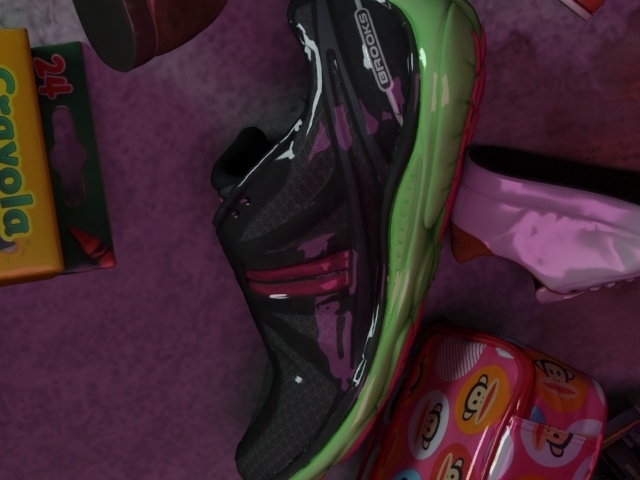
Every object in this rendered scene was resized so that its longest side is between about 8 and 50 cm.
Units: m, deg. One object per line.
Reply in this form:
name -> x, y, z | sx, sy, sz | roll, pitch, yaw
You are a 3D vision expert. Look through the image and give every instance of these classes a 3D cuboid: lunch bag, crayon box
lunch bag -> 0.114, 0.221, 1.497 | 0.120, 0.258, 0.293 | 21, 87, -25
crayon box -> -0.327, -0.055, 1.336 | 0.319, 0.081, 0.202 | -9, 87, -16

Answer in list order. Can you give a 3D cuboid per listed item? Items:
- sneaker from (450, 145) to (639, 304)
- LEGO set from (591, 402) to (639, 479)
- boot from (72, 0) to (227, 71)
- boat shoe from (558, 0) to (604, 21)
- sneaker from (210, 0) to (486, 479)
sneaker -> 0.255, 0.004, 1.511 | 0.290, 0.106, 0.123 | 13, 113, -2
LEGO set -> 0.303, 0.308, 1.574 | 0.192, 0.331, 0.255 | -19, 144, -48
boot -> -0.160, -0.296, 1.333 | 0.115, 0.112, 0.305 | -28, 113, -30
boat shoe -> 0.190, -0.239, 1.422 | 0.137, 0.049, 0.043 | 34, 100, -23
sneaker -> 0.000, 0.000, 1.449 | 0.202, 0.185, 0.482 | 17, 109, 7
